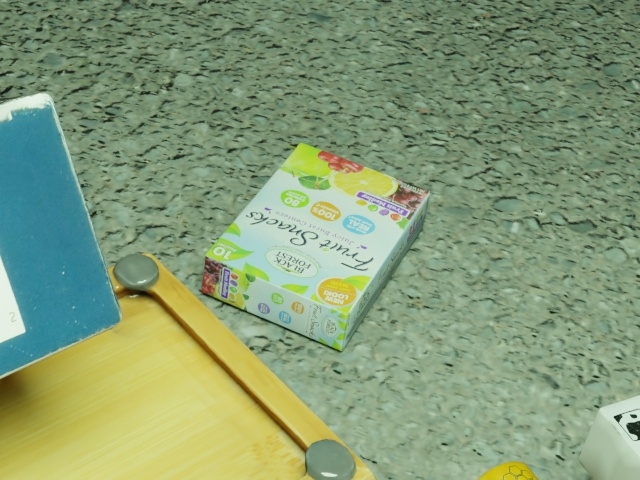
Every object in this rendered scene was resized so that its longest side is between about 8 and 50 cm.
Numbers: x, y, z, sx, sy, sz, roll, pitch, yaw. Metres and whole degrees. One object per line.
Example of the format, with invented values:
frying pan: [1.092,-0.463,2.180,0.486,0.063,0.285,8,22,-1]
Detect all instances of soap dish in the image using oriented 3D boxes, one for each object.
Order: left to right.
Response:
soap dish: [-0.130,0.136,0.633,0.291,0.118,0.229,-25,51,-32]

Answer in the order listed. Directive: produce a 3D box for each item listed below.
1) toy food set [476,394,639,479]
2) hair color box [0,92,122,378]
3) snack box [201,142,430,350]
toy food set: [0.190,0.148,0.683,0.232,0.111,0.104,-12,44,-27]
hair color box: [-0.256,0.011,0.629,0.174,0.105,0.347,-24,14,-33]
snack box: [0.000,0.000,0.877,0.100,0.037,0.141,21,42,15]
